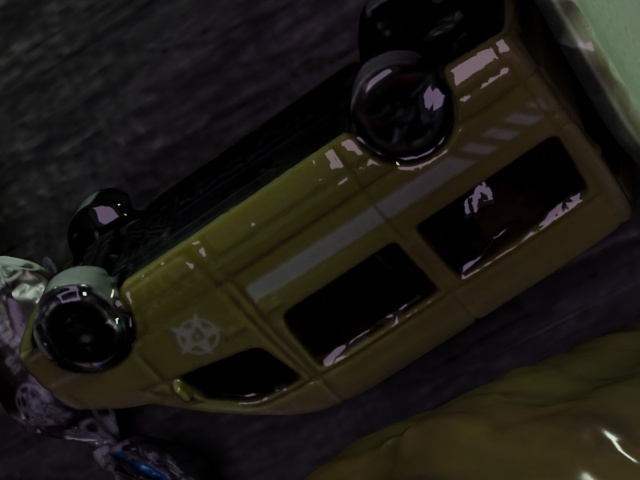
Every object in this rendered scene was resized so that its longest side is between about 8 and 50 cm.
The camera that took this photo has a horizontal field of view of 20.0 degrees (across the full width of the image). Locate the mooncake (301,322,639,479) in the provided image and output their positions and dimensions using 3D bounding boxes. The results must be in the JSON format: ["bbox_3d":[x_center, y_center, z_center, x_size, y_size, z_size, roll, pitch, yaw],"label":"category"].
[{"bbox_3d":[0.111,0.194,0.636,0.324,0.187,0.324,10,105,39],"label":"mooncake"}]

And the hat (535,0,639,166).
[{"bbox_3d":[0.124,-0.174,0.704,0.258,0.168,0.301,-28,105,-15],"label":"hat"}]

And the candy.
[{"bbox_3d":[-0.128,0.064,0.837,0.094,0.051,0.226,-41,77,37],"label":"candy"}]

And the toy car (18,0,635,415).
[{"bbox_3d":[0.000,0.000,0.755,0.256,0.101,0.124,-34,109,18],"label":"toy car"}]
